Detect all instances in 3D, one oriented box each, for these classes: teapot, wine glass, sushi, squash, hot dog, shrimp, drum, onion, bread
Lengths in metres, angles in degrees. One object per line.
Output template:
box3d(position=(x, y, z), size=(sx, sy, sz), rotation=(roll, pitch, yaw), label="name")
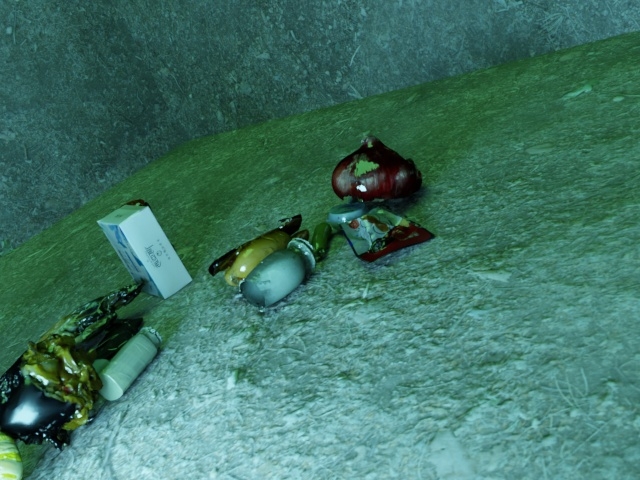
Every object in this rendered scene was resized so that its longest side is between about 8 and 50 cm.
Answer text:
box3d(position=(-0.475, 0.303, 1.677), size=(0.107, 0.077, 0.200), rotation=(-34, 12, 35), label="teapot")
box3d(position=(-0.106, 0.086, 1.728), size=(0.111, 0.111, 0.204), rotation=(-2, 30, 45), label="wine glass")
box3d(position=(-0.589, 0.328, 1.498), size=(0.204, 0.200, 0.213), rotation=(-53, 39, -3), label="sushi")
box3d(position=(0.000, 0.000, 1.911), size=(0.052, 0.052, 0.183), rotation=(-17, 25, 18), label="squash")
box3d(position=(-0.141, 0.042, 1.848), size=(0.326, 0.107, 0.194), rotation=(-33, -7, -24), label="hot dog")
box3d(position=(-0.635, 0.227, 1.905), size=(0.365, 0.071, 0.233), rotation=(-34, 22, -26), label="shrimp")
box3d(position=(0.108, -0.095, 2.013), size=(0.130, 0.049, 0.253), rotation=(-4, 19, 25), label="drum")
box3d(position=(0.164, -0.212, 1.976), size=(0.272, 0.195, 0.272), rotation=(-1, 17, 0), label="onion")
box3d(position=(-0.680, 0.475, 1.331), size=(0.213, 0.104, 0.213), rotation=(-16, 60, 31), label="bread")

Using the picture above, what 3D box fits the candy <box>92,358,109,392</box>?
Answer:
box3d(position=(-0.619, 0.356, 1.699), size=(0.174, 0.071, 0.138), rotation=(-14, 26, 28), label="candy")

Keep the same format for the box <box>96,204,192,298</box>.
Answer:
box3d(position=(-0.544, 0.032, 2.106), size=(0.116, 0.274, 0.203), rotation=(-38, 25, -26), label="box")

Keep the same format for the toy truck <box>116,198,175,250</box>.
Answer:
box3d(position=(-0.588, -0.006, 2.281), size=(0.107, 0.253, 0.114), rotation=(-19, 25, 14), label="toy truck")

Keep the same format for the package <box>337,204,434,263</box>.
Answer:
box3d(position=(0.153, -0.017, 1.772), size=(0.194, 0.071, 0.269), rotation=(-31, 35, -11), label="package")

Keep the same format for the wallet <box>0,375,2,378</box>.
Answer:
box3d(position=(-0.812, 0.430, 1.728), size=(0.223, 0.077, 0.309), rotation=(-18, 20, 13), label="wallet")

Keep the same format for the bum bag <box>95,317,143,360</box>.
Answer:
box3d(position=(-0.558, 0.265, 1.867), size=(0.123, 0.060, 0.248), rotation=(-29, 19, -1), label="bum bag")
